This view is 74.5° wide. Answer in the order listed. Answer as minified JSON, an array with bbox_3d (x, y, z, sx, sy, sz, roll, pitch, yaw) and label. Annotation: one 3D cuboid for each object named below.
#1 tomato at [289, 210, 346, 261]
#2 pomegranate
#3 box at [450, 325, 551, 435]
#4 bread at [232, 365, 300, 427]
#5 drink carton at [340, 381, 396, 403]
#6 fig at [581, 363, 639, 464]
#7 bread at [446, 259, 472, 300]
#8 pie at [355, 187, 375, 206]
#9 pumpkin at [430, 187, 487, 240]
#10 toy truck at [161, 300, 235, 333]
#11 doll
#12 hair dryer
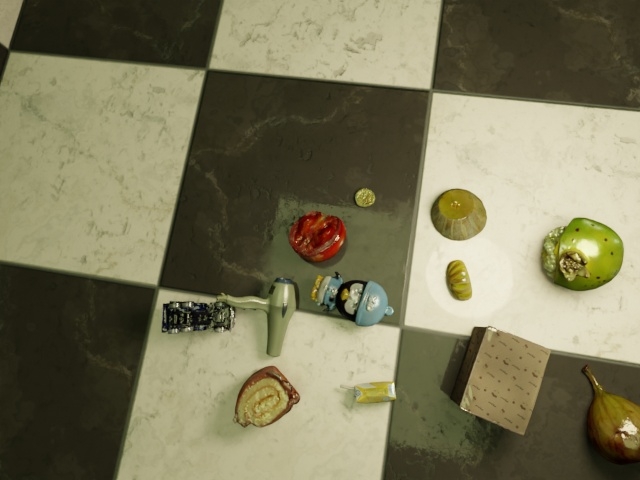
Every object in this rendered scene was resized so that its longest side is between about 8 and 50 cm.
[{"bbox_3d":[0.000,0.000,1.644,0.233,0.139,0.200,27,73,44],"label":"tomato"},{"bbox_3d":[0.896,0.059,1.454,0.261,0.341,0.260,12,113,30],"label":"pomegranate"},{"bbox_3d":[0.620,0.472,1.471,0.225,0.190,0.296,21,83,9],"label":"box"},{"bbox_3d":[-0.211,0.584,1.562,0.244,0.123,0.190,-37,77,-2],"label":"bread"},{"bbox_3d":[0.174,0.561,1.550,0.200,0.084,0.074,-7,69,5],"label":"drink carton"},{"bbox_3d":[0.999,0.577,1.432,0.217,0.217,0.320,-11,56,3],"label":"fig"},{"bbox_3d":[0.529,0.151,1.589,0.083,0.094,0.157,-10,87,-1],"label":"bread"},{"bbox_3d":[0.182,-0.174,1.717,0.084,0.021,0.083,-2,78,9],"label":"pie"},{"bbox_3d":[0.540,-0.113,1.632,0.218,0.110,0.217,-2,78,11],"label":"pumpkin"},{"bbox_3d":[-0.459,0.295,1.626,0.268,0.155,0.124,-1,80,2],"label":"toy truck"},{"bbox_3d":[0.123,0.222,1.589,0.314,0.141,0.177,16,77,12],"label":"doll"},{"bbox_3d":[-0.222,0.308,1.598,0.299,0.119,0.295,-13,96,-22],"label":"hair dryer"}]
